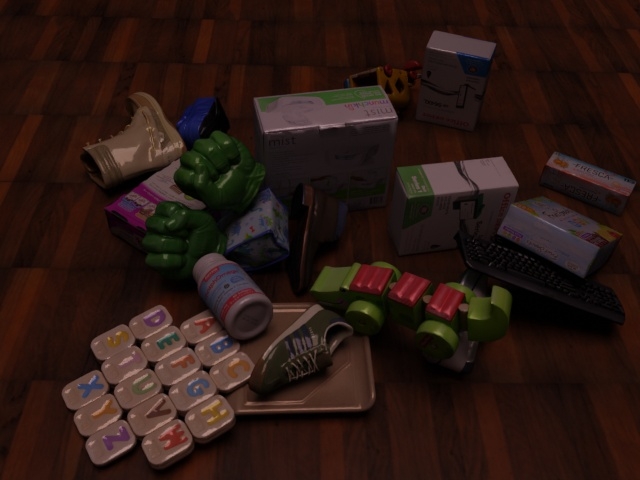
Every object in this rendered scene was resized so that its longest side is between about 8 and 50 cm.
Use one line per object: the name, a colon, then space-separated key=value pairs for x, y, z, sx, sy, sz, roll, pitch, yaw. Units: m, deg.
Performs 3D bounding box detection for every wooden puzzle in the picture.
wooden puzzle: x=-0.037 y=0.194 z=1.153 sx=0.239 sy=0.044 sz=0.221 roll=-4 pitch=44 yaw=0

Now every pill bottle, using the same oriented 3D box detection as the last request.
pill bottle: x=-0.153 y=0.089 z=1.176 sx=0.087 sy=0.087 sz=0.160 roll=-23 pitch=42 yaw=-24

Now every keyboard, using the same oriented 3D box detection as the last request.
keyboard: x=0.388 y=0.047 z=1.252 sx=0.317 sy=0.033 sz=0.201 roll=20 pitch=24 yaw=-10

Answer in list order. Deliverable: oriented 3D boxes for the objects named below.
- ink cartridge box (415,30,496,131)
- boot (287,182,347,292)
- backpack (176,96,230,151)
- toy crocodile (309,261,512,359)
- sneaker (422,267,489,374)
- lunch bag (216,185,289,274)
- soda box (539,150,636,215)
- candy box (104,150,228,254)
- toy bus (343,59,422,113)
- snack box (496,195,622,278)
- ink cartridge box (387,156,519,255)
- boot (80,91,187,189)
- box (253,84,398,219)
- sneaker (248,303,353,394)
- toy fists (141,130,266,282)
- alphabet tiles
ink cartridge box: x=0.313 y=-0.369 z=1.630 sx=0.148 sy=0.203 sz=0.086 roll=15 pitch=48 yaw=13
boot: x=0.000 y=0.000 z=1.315 sx=0.106 sy=0.082 sz=0.219 roll=13 pitch=66 yaw=-22
backpack: x=-0.267 y=-0.245 z=1.554 sx=0.101 sy=0.098 sz=0.120 roll=-4 pitch=49 yaw=24
toy crocodile: x=0.138 y=0.095 z=1.117 sx=0.341 sy=0.105 sz=0.115 roll=14 pitch=50 yaw=30
sneaker: x=0.260 y=0.128 z=1.211 sx=0.091 sy=0.094 sz=0.258 roll=32 pitch=54 yaw=4
lunch bag: x=-0.138 y=-0.009 z=1.317 sx=0.151 sy=0.096 sz=0.128 roll=-22 pitch=42 yaw=16
soda box: x=0.570 y=-0.123 z=1.491 sx=0.183 sy=0.058 sz=0.063 roll=27 pitch=49 yaw=22
candy box: x=-0.284 y=-0.069 z=1.386 sx=0.159 sy=0.071 sz=0.233 roll=28 pitch=50 yaw=24
toy bus: x=0.163 y=-0.355 z=1.676 sx=0.202 sy=0.104 sz=0.191 roll=-6 pitch=0 yaw=-1
snack box: x=0.451 y=-0.012 z=1.306 sx=0.174 sy=0.070 sz=0.207 roll=31 pitch=22 yaw=27
ink cartridge box: x=0.252 y=-0.066 z=1.344 sx=0.220 sy=0.160 sz=0.092 roll=-7 pitch=46 yaw=-9
boot: x=-0.430 y=-0.221 z=1.522 sx=0.203 sy=0.095 sz=0.262 roll=-24 pitch=54 yaw=-23
box: x=0.004 y=-0.171 z=1.390 sx=0.262 sy=0.231 sz=0.126 roll=-8 pitch=45 yaw=-10
sneaker: x=-0.022 y=0.177 z=1.089 sx=0.086 sy=0.064 sz=0.192 roll=21 pitch=46 yaw=29
toy fists: x=-0.213 y=-0.059 z=1.243 sx=0.142 sy=0.279 sz=0.096 roll=29 pitch=-3 yaw=-27
alphabet tiles: x=-0.256 y=0.220 z=1.101 sx=0.278 sy=0.021 sz=0.284 roll=-27 pitch=47 yaw=-20
